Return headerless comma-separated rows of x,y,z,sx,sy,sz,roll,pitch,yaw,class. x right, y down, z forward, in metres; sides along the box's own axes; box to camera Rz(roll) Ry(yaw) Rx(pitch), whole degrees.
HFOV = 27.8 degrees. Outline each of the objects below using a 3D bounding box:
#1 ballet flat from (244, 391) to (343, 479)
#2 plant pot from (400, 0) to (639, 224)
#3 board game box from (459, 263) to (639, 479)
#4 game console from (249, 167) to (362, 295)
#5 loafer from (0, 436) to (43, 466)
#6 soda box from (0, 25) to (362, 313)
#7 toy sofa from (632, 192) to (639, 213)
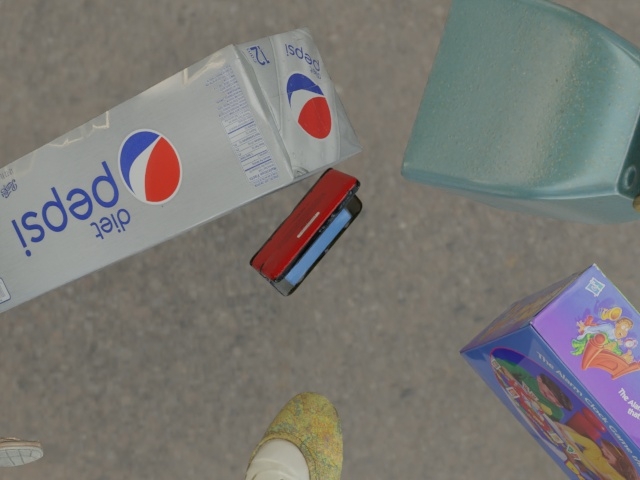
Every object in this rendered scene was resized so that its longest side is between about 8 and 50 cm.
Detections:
-0.062,0.343,1.518,0.123,0.123,0.348,20,81,-24,ballet flat
0.290,-0.142,1.509,0.247,0.252,0.248,13,95,-50,plant pot
0.290,0.192,1.136,0.078,0.233,0.347,-40,88,-13,board game box
0.000,0.000,1.442,0.085,0.124,0.144,42,85,-24,game console
-0.418,0.266,1.654,0.125,0.039,0.045,-9,141,-5,loafer
-0.121,-0.041,0.859,0.286,0.098,0.091,-22,94,31,soda box
0.497,-0.140,1.367,0.150,0.177,0.362,32,99,-11,toy sofa
